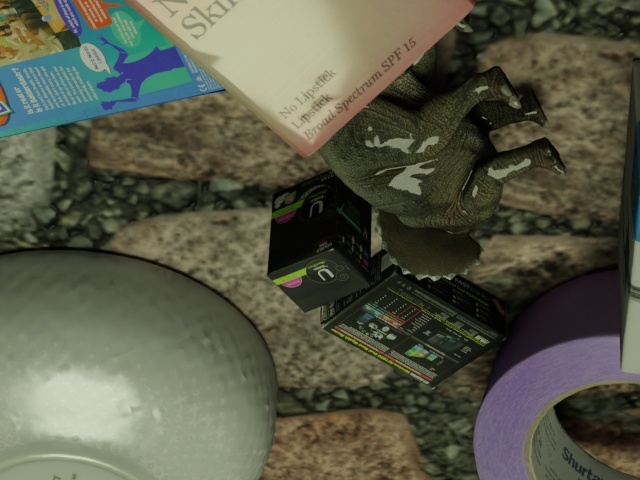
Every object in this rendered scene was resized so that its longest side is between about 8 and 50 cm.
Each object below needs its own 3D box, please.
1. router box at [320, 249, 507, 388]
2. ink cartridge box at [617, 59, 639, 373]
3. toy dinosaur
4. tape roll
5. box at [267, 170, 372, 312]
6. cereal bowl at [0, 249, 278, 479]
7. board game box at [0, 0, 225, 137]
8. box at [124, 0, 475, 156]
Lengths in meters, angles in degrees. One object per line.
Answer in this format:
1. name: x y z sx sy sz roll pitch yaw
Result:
1. router box: 0.075 0.061 1.552 0.122 0.038 0.092 31 131 -27
2. ink cartridge box: 0.257 -0.014 1.382 0.082 0.139 0.190 2 138 4
3. toy dinosaur: 0.065 -0.073 1.345 0.160 0.121 0.313 -32 133 15
4. tape roll: 0.264 0.157 1.555 0.275 0.090 0.274 11 129 14
5. box: 0.000 0.000 1.454 0.062 0.083 0.052 -23 132 26
6. cereal bowl: -0.204 0.167 1.611 0.339 0.141 0.339 2 137 2
7. board game box: -0.180 -0.151 1.321 0.210 0.047 0.160 -11 137 13
8. box: -0.042 -0.190 1.170 0.148 0.127 0.232 -42 118 16
